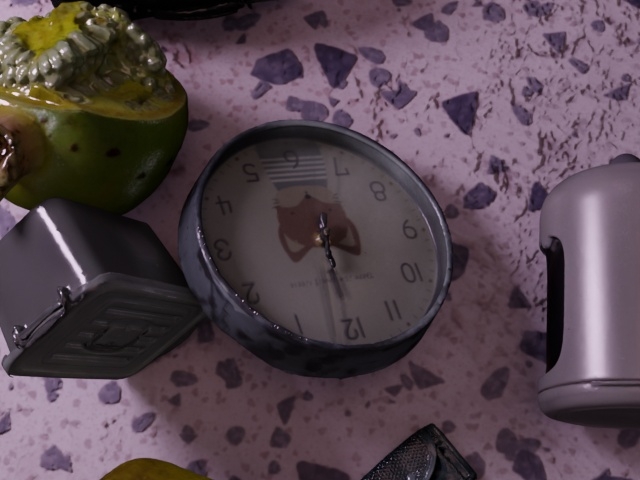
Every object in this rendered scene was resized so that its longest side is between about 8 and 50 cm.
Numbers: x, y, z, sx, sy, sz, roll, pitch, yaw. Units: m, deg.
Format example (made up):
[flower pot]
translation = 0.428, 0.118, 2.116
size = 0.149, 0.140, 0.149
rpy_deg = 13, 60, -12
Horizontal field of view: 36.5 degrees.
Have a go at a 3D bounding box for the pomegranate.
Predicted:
[pomegranate]
translation = -0.301, -0.130, 1.096
size = 0.260, 0.260, 0.340
rpy_deg = 35, 40, 8

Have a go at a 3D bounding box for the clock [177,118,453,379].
[clock]
translation = 0.000, 0.000, 1.122
size = 0.325, 0.067, 0.325
rpy_deg = 11, 55, -16

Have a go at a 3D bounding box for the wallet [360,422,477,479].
[wallet]
translation = 0.108, 0.281, 1.123
size = 0.129, 0.026, 0.088
rpy_deg = -38, 79, -12

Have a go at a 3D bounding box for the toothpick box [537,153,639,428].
[toothpick box]
translation = 0.364, 0.047, 1.104
size = 0.229, 0.229, 0.316
rpy_deg = 4, 73, -1

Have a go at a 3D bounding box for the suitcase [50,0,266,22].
[suitcase]
translation = -0.198, -0.439, 1.238
size = 0.345, 0.188, 0.339
rpy_deg = -10, 73, -7

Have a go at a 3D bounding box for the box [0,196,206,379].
[box]
translation = -0.250, 0.055, 1.066
size = 0.163, 0.243, 0.135
rpy_deg = -40, 68, 15

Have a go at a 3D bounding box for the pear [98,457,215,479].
[pear]
translation = -0.141, 0.417, 0.920
size = 0.352, 0.352, 0.413
rpy_deg = -28, 72, -10
